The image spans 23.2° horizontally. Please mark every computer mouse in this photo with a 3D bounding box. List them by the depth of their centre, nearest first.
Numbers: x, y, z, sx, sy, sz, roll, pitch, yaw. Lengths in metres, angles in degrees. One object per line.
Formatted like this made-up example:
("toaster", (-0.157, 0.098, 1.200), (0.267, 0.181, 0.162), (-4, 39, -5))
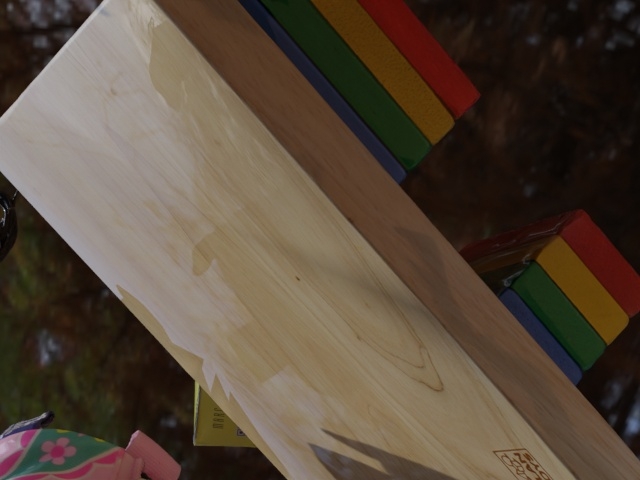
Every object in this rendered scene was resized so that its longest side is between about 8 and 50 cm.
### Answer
("computer mouse", (-0.322, -0.072, 1.726), (0.071, 0.041, 0.242), (38, -119, -19))

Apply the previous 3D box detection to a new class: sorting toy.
("sorting toy", (0.000, 0.000, 0.656), (0.257, 0.255, 0.089), (48, -114, -9))

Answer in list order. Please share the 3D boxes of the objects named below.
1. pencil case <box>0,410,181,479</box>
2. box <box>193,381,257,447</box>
("pencil case", (-0.142, 0.184, 0.657), (0.124, 0.124, 0.284), (19, -155, 5))
("box", (-0.062, 0.053, 1.155), (0.058, 0.087, 0.232), (4, -153, -6))
